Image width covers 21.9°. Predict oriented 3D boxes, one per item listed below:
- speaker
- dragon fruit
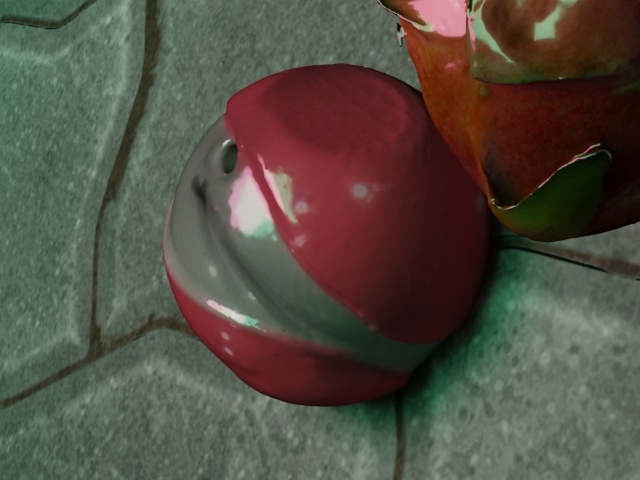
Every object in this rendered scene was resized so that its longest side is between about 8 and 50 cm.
[{"bbox_3d":[0.000,0.000,1.423,0.294,0.294,0.294,-26,55,44],"label":"speaker"},{"bbox_3d":[0.216,-0.158,1.111,0.225,0.305,0.305,-24,57,43],"label":"dragon fruit"}]
